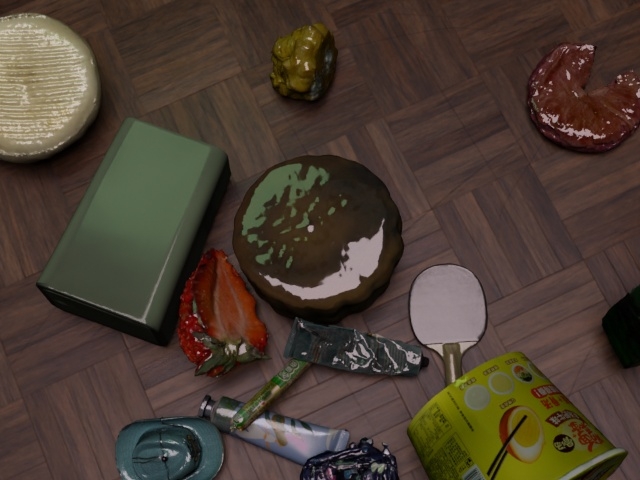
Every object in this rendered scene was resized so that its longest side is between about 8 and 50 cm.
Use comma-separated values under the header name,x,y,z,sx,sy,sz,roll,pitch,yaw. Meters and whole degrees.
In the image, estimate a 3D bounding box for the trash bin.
name,x,y,z,sx,sy,sz,roll,pitch,yaw
trash bin,-0.314,-0.017,1.826,0.222,0.158,0.344,19,70,6

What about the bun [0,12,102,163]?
name,x,y,z,sx,sy,sz,roll,pitch,yaw
bun,-0.536,-0.274,1.916,0.287,0.146,0.288,0,88,-1

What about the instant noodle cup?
name,x,y,z,sx,sy,sz,roll,pitch,yaw
instant noodle cup,0.293,0.329,1.639,0.311,0.311,0.222,-31,66,-7

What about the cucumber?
name,x,y,z,sx,sy,sz,roll,pitch,yaw
cucumber,0.573,0.134,1.732,0.191,0.191,0.130,-22,65,-4

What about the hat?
name,x,y,z,sx,sy,sz,roll,pitch,yaw
hat,-0.259,0.359,1.734,0.190,0.078,0.138,-15,88,6

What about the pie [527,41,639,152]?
name,x,y,z,sx,sy,sz,roll,pitch,yaw
pie,0.486,-0.262,1.912,0.218,0.054,0.204,24,76,9

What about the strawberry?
name,x,y,z,sx,sy,sz,roll,pitch,yaw
strawberry,-0.193,0.123,1.787,0.098,0.174,0.228,-40,62,32

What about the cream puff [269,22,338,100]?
name,x,y,z,sx,sy,sz,roll,pitch,yaw
cream puff,-0.038,-0.330,1.921,0.116,0.146,0.146,10,73,23

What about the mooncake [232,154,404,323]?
name,x,y,z,sx,sy,sz,roll,pitch,yaw
mooncake,0.000,0.000,1.801,0.290,0.161,0.291,-1,72,3

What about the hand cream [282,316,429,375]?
name,x,y,z,sx,sy,sz,roll,pitch,yaw
hand cream,0.066,0.187,1.768,0.247,0.052,0.075,11,90,-12

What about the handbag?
name,x,y,z,sx,sy,sz,roll,pitch,yaw
handbag,0.066,0.456,1.690,0.161,0.113,0.260,-12,71,-6

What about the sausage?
name,x,y,z,sx,sy,sz,roll,pitch,yaw
sausage,-0.058,0.232,1.772,0.033,0.033,0.269,42,64,13

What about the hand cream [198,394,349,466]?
name,x,y,z,sx,sy,sz,roll,pitch,yaw
hand cream,-0.082,0.321,1.772,0.255,0.055,0.088,20,84,2

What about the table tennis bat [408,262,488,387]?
name,x,y,z,sx,sy,sz,roll,pitch,yaw
table tennis bat,0.226,0.158,1.818,0.138,0.022,0.247,-4,72,1
